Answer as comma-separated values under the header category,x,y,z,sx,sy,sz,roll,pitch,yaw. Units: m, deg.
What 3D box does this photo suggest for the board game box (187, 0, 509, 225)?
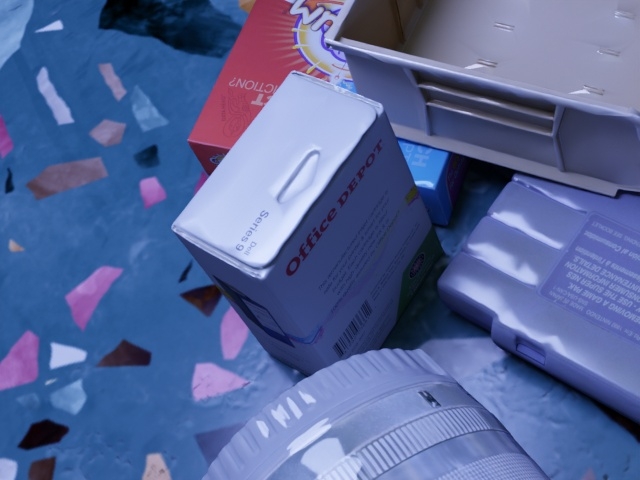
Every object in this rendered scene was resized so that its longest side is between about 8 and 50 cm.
category,x,y,z,sx,sy,sz,roll,pitch,yaw
board game box,0.051,-0.183,1.030,0.242,0.064,0.316,12,66,23

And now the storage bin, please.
category,x,y,z,sx,sy,sz,roll,pitch,yaw
storage bin,0.183,-0.194,0.888,0.260,0.123,0.262,18,67,21

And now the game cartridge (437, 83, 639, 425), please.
category,x,y,z,sx,sy,sz,roll,pitch,yaw
game cartridge,0.290,0.040,0.834,0.355,0.068,0.230,29,77,29

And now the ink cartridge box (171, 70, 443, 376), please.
category,x,y,z,sx,sy,sz,roll,pitch,yaw
ink cartridge box,0.000,0.000,0.853,0.093,0.212,0.154,26,72,28

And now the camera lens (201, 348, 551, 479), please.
category,x,y,z,sx,sy,sz,roll,pitch,yaw
camera lens,0.070,0.232,0.696,0.219,0.219,0.274,-37,57,-5
